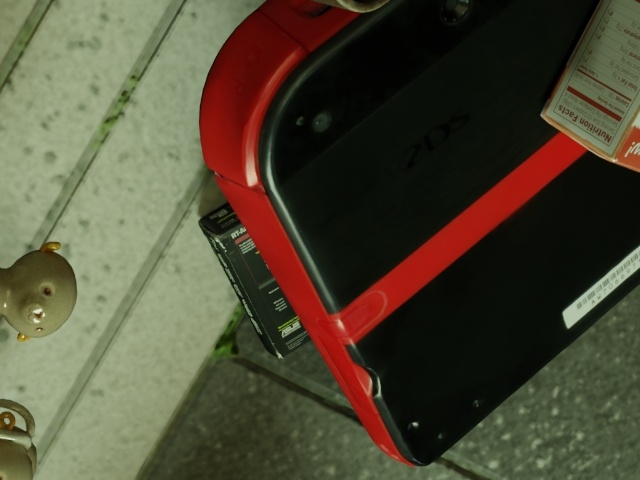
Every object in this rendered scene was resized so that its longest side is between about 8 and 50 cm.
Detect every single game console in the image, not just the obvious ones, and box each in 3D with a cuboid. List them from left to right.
[{"bbox_3d":[0.133,-0.080,0.926,0.386,0.060,0.342,-39,136,-11],"label":"game console"}]

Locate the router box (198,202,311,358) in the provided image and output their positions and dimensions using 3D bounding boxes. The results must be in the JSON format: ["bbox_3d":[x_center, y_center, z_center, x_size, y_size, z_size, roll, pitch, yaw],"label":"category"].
[{"bbox_3d":[0.000,0.000,0.949,0.122,0.038,0.092,-31,116,-12],"label":"router box"}]

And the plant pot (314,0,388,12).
[{"bbox_3d":[-0.075,-0.228,0.740,0.230,0.215,0.215,10,106,20],"label":"plant pot"}]

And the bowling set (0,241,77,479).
[{"bbox_3d":[-0.207,0.155,0.795,0.154,0.200,0.287,4,124,-24],"label":"bowling set"}]

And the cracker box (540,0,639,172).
[{"bbox_3d":[0.243,-0.141,0.883,0.156,0.067,0.232,13,110,-43],"label":"cracker box"}]
